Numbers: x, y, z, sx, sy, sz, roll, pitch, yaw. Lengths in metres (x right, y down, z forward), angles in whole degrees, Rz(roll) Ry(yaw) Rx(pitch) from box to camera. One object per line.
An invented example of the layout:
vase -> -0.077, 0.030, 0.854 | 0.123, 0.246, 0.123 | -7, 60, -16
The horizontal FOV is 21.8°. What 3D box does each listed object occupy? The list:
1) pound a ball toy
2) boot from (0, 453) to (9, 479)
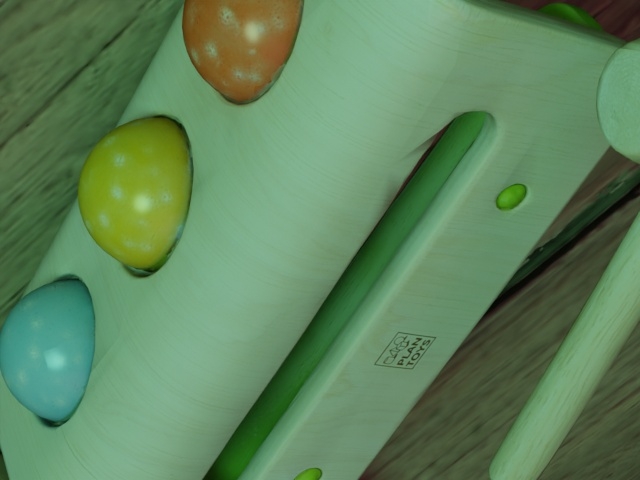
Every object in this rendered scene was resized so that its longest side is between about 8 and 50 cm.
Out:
pound a ball toy -> 0.000, 0.000, 0.564 | 0.136, 0.208, 0.319 | 10, 128, -34
boot -> -0.100, 0.187, 0.794 | 0.248, 0.090, 0.207 | -13, 135, -19
